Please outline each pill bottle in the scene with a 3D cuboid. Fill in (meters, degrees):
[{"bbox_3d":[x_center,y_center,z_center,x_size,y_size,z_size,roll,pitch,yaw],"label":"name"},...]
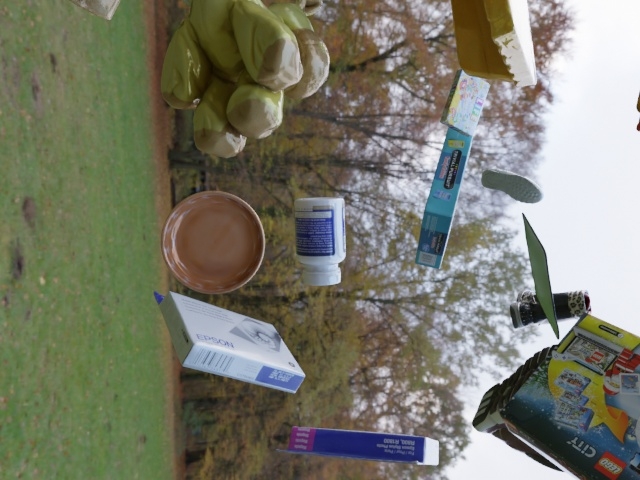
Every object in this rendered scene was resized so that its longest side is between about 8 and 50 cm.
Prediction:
[{"bbox_3d":[0.000,0.000,1.157,0.112,0.111,0.187,-156,-116,-75],"label":"pill bottle"}]

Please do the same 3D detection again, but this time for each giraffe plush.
[{"bbox_3d":[-0.065,-0.208,0.582,0.181,0.170,0.210,-25,-97,38],"label":"giraffe plush"}]

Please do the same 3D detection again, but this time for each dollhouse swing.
[{"bbox_3d":[0.113,-0.365,0.740,0.346,0.304,0.315,2,82,-63],"label":"dollhouse swing"}]

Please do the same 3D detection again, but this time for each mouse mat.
[{"bbox_3d":[0.385,0.060,0.919,0.153,0.007,0.190,-78,150,-62],"label":"mouse mat"}]

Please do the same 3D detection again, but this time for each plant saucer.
[{"bbox_3d":[-0.207,0.003,1.024,0.037,0.199,0.200,-127,-144,-85],"label":"plant saucer"}]

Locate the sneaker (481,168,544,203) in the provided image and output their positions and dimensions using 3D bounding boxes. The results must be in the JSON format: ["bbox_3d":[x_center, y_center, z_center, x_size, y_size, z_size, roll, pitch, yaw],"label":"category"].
[{"bbox_3d":[0.690,-0.202,1.856,0.235,0.094,0.090,35,-55,39],"label":"sneaker"}]

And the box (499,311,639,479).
[{"bbox_3d":[0.320,0.184,0.510,0.233,0.159,0.044,31,-19,52],"label":"box"}]

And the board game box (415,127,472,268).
[{"bbox_3d":[0.360,-0.126,1.524,0.254,0.079,0.336,85,23,-55],"label":"board game box"}]

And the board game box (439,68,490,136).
[{"bbox_3d":[0.397,-0.377,1.441,0.026,0.103,0.154,13,-96,66],"label":"board game box"}]

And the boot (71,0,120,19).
[{"bbox_3d":[-0.233,-0.421,0.720,0.269,0.236,0.089,-46,-146,19],"label":"boot"}]

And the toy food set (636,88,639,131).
[{"bbox_3d":[0.622,-0.198,0.809,0.111,0.232,0.105,115,-6,-81],"label":"toy food set"}]

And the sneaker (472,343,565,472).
[{"bbox_3d":[0.358,0.261,0.781,0.106,0.162,0.281,-51,170,-30],"label":"sneaker"}]

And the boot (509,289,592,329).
[{"bbox_3d":[0.595,0.167,1.338,0.178,0.236,0.085,-15,-93,32],"label":"boot"}]

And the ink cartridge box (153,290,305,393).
[{"bbox_3d":[-0.160,0.158,0.900,0.045,0.223,0.224,-59,-143,7],"label":"ink cartridge box"}]

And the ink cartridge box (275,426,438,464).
[{"bbox_3d":[0.104,0.494,1.266,0.330,0.323,0.072,52,39,-60],"label":"ink cartridge box"}]
